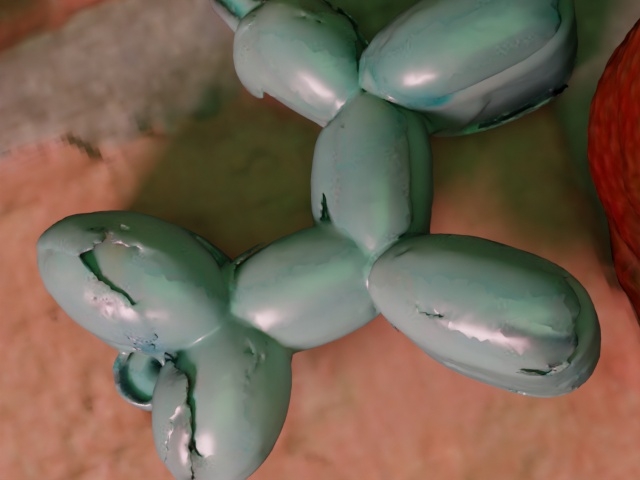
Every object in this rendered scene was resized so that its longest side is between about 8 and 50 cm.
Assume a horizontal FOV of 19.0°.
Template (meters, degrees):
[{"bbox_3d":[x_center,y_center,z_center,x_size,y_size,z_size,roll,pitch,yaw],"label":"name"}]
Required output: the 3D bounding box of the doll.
[{"bbox_3d":[0.000,0.000,0.541,0.158,0.059,0.159,1,77,14],"label":"doll"}]

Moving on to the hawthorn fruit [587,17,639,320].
[{"bbox_3d":[0.167,-0.032,0.491,0.194,0.157,0.157,-35,87,-6],"label":"hawthorn fruit"}]
